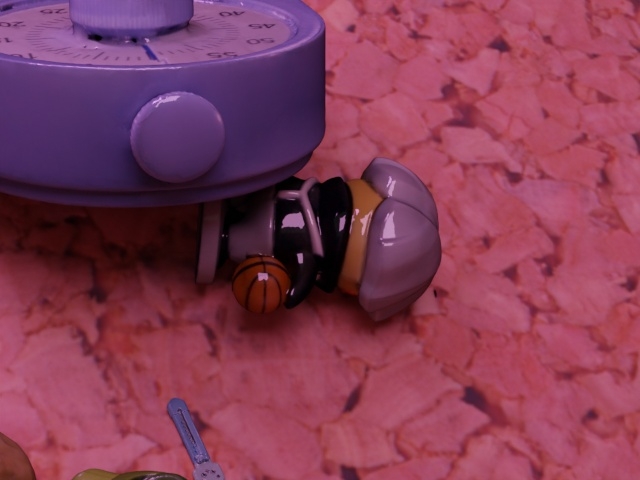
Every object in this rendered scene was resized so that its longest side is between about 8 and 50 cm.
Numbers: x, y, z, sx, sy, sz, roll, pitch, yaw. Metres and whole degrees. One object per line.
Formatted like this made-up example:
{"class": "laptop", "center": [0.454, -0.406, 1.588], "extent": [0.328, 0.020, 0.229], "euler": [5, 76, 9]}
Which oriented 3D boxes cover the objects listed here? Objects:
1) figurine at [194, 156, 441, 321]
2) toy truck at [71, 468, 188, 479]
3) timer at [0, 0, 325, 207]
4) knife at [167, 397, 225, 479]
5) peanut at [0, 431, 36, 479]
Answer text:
{"class": "figurine", "center": [0.000, 0.000, 1.464], "extent": [0.236, 0.133, 0.176], "euler": [3, 49, -8]}
{"class": "toy truck", "center": [-0.181, 0.263, 1.233], "extent": [0.210, 0.148, 0.187], "euler": [23, 51, 39]}
{"class": "timer", "center": [-0.171, -0.159, 1.426], "extent": [0.395, 0.173, 0.395], "euler": [2, 21, -1]}
{"class": "knife", "center": [-0.115, 0.181, 1.380], "extent": [0.027, 0.010, 0.096], "euler": [-16, 58, -23]}
{"class": "peanut", "center": [-0.379, 0.194, 1.215], "extent": [0.319, 0.147, 0.147], "euler": [0, 52, 8]}
